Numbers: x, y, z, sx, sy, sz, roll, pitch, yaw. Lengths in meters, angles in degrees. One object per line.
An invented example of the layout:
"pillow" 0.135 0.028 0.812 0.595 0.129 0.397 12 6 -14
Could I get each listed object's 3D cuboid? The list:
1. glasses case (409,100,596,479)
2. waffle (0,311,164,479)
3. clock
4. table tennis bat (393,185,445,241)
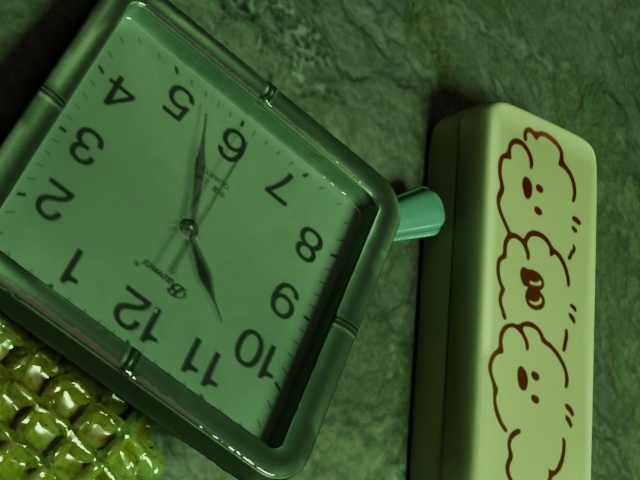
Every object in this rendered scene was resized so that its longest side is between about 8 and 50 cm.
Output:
"glasses case" 0.153 0.063 1.172 0.144 0.076 0.336 18 68 -39
"waffle" -0.174 0.097 0.893 0.184 0.036 0.169 -2 80 -43
"clock" -0.087 -0.010 0.957 0.273 0.049 0.278 39 48 -17
"table tennis bat" 0.000 0.000 1.080 0.244 0.040 0.152 -15 88 -39
